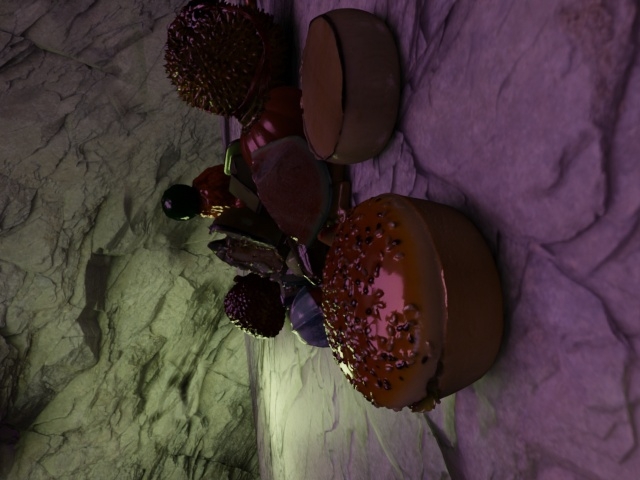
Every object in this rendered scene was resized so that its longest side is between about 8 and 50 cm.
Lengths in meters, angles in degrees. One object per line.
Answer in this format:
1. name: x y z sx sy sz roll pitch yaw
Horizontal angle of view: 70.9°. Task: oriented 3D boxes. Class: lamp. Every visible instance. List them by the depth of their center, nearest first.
1. lamp: -0.096 -0.259 1.076 0.223 0.196 0.223 -40 33 34

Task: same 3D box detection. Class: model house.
1. model house: -0.061 0.149 1.268 0.088 0.101 0.100 -152 56 -67
2. model house: -0.157 -0.149 1.348 0.218 0.205 0.278 129 124 -68

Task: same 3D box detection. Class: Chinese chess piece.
1. Chinese chess piece: 0.042 -0.262 0.783 0.257 0.104 0.257 174 90 -73

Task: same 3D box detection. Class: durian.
1. durian: -0.258 -0.508 1.247 0.384 0.348 0.347 -62 -4 -33

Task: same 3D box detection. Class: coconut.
1. coconut: -0.052 0.053 1.233 0.096 0.088 0.088 64 163 -3

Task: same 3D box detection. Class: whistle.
1. whistle: -0.011 0.199 1.115 0.142 0.133 0.346 38 164 6

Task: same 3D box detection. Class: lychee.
1. lychee: -0.234 0.239 1.671 0.271 0.236 0.236 62 169 -18

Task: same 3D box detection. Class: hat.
1. hat: -0.377 -0.170 1.671 0.285 0.400 0.285 173 90 -77

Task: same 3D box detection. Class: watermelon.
1. watermelon: -0.040 -0.118 0.953 0.231 0.146 0.128 56 -162 -10

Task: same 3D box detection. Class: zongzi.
1. zongzi: 0.000 0.000 1.093 0.187 0.084 0.184 58 131 35

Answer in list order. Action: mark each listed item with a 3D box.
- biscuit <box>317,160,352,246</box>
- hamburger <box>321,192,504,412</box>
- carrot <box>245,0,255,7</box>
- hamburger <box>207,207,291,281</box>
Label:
1. biscuit: 0.008 -0.084 0.999 0.212 0.041 0.238 -45 56 47
2. hamburger: 0.101 0.083 0.605 0.300 0.176 0.300 175 90 -73
3. carrot: -0.244 -0.923 1.577 0.037 0.037 0.190 -128 40 -60
4. hamburger: -0.198 0.001 1.424 0.192 0.288 0.167 -66 -6 -58
